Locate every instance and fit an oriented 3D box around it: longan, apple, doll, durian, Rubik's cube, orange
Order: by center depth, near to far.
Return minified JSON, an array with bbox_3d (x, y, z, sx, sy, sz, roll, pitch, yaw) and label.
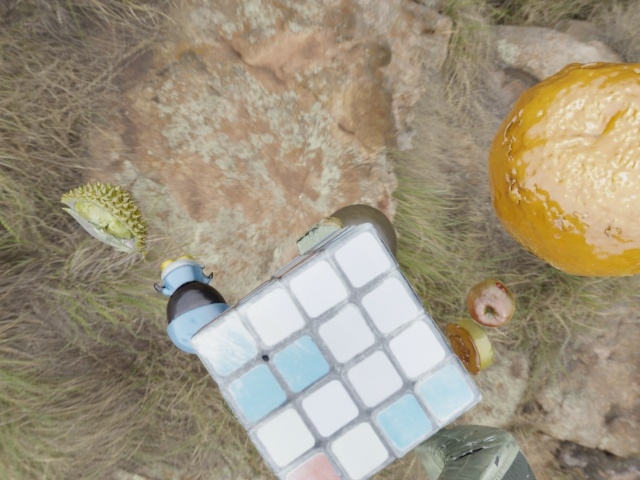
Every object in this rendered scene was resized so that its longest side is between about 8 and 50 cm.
[{"bbox_3d":[0.009,0.150,0.838,0.256,0.253,0.259,-35,93,-6],"label":"Rubik's cube"},{"bbox_3d":[0.439,-0.104,1.007,0.341,0.293,0.340,-7,69,19],"label":"orange"},{"bbox_3d":[-0.381,-0.038,1.215,0.147,0.208,0.102,7,55,35],"label":"durian"},{"bbox_3d":[0.073,0.022,1.440,0.212,0.198,0.198,-35,94,7],"label":"longan"},{"bbox_3d":[-0.325,0.177,1.664,0.177,0.141,0.314,-14,55,-22],"label":"doll"},{"bbox_3d":[0.449,0.165,1.679,0.126,0.102,0.126,11,122,18],"label":"apple"}]

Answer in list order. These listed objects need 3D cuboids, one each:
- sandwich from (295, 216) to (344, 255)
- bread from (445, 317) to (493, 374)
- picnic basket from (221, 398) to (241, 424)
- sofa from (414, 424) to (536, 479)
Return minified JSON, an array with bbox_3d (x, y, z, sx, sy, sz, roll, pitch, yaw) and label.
[{"bbox_3d":[0.000,0.000,1.250,0.093,0.035,0.104,11,117,-7],"label":"sandwich"},{"bbox_3d":[0.417,0.291,1.765,0.086,0.125,0.156,-21,86,-18],"label":"bread"},{"bbox_3d":[-0.129,0.284,1.390,0.154,0.134,0.196,2,103,-30],"label":"picnic basket"},{"bbox_3d":[0.177,0.379,0.835,0.225,0.176,0.210,-36,102,-43],"label":"sofa"}]
